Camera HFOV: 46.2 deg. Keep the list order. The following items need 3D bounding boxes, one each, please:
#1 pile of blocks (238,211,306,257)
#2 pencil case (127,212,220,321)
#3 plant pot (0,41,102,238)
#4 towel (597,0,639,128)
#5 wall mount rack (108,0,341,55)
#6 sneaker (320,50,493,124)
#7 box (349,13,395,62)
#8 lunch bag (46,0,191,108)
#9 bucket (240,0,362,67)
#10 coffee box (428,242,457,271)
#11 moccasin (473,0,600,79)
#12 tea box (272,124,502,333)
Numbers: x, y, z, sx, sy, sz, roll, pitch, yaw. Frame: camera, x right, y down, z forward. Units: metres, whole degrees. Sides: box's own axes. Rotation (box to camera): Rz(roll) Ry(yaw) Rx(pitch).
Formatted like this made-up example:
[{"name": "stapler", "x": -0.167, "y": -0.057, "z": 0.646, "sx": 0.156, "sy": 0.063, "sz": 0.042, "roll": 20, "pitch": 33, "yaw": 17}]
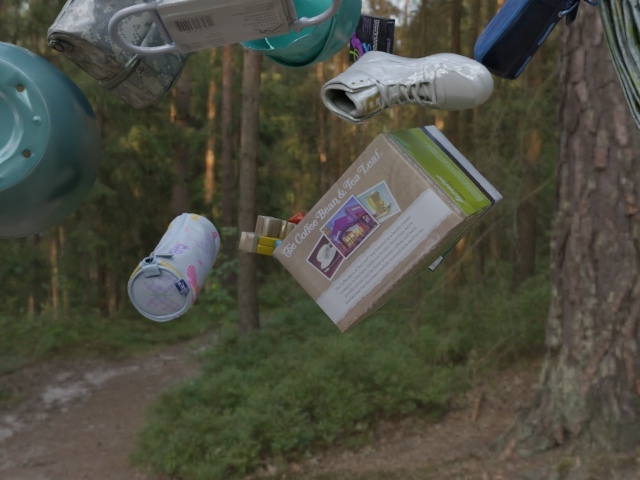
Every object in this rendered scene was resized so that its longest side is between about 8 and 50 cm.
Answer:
[{"name": "pile of blocks", "x": 0.000, "y": 0.000, "z": 1.744, "sx": 0.363, "sy": 0.112, "sz": 0.149, "roll": 10, "pitch": 7, "yaw": -12}, {"name": "pencil case", "x": -0.273, "y": 0.044, "z": 1.424, "sx": 0.114, "sy": 0.124, "sz": 0.273, "roll": -24, "pitch": 17, "yaw": 15}, {"name": "plant pot", "x": -0.466, "y": -0.149, "z": 1.059, "sx": 0.293, "sy": 0.292, "sz": 0.235, "roll": -2, "pitch": 0, "yaw": -14}, {"name": "towel", "x": 0.686, "y": -0.406, "z": 1.526, "sx": 0.090, "sy": 0.320, "sz": 0.374, "roll": -14, "pitch": 15, "yaw": 44}, {"name": "wall mount rack", "x": -0.140, "y": -0.362, "z": 1.169, "sx": 0.350, "sy": 0.130, "sz": 0.304, "roll": -8, "pitch": -20, "yaw": 5}, {"name": "sneaker", "x": 0.138, "y": -0.251, "z": 1.305, "sx": 0.293, "sy": 0.108, "sz": 0.169, "roll": 15, "pitch": 43, "yaw": 41}, {"name": "box", "x": 0.119, "y": -0.467, "z": 1.755, "sx": 0.029, "sy": 0.115, "sz": 0.162, "roll": -9, "pitch": 23, "yaw": -27}, {"name": "lunch bag", "x": -0.402, "y": -0.473, "z": 1.592, "sx": 0.256, "sy": 0.305, "sz": 0.213, "roll": 34, "pitch": -19, "yaw": -30}, {"name": "bucket", "x": -0.059, "y": -0.486, "z": 1.492, "sx": 0.281, "sy": 0.280, "sz": 0.183, "roll": 2, "pitch": -2, "yaw": 24}, {"name": "coffee box", "x": 0.356, "y": -0.004, "z": 2.032, "sx": 0.040, "sy": 0.184, "sz": 0.113, "roll": 40, "pitch": 31, "yaw": 9}, {"name": "moccasin", "x": 0.439, "y": -0.458, "z": 1.432, "sx": 0.117, "sy": 0.342, "sz": 0.137, "roll": 30, "pitch": 37, "yaw": -17}, {"name": "tea box", "x": 0.139, "y": -0.033, "z": 1.480, "sx": 0.329, "sy": 0.220, "sz": 0.324, "roll": -47, "pitch": -12, "yaw": 27}]
